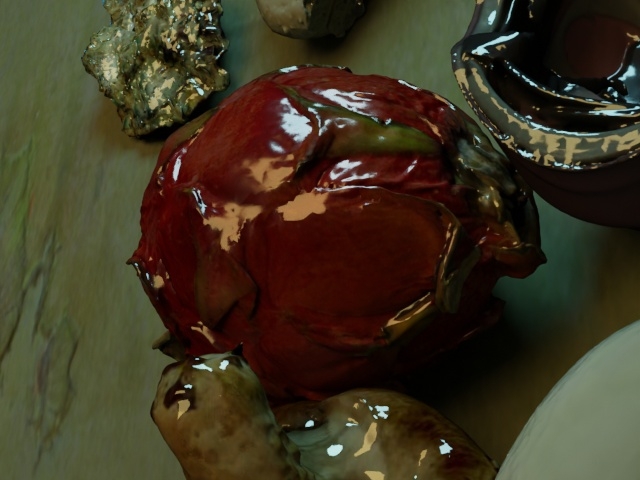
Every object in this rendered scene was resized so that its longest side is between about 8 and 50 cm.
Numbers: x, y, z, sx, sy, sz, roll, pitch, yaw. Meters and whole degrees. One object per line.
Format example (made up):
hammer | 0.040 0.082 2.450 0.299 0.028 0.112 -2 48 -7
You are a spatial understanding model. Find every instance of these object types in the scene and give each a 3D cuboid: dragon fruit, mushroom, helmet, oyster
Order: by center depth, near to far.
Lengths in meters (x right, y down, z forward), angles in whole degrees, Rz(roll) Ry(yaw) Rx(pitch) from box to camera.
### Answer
mushroom | -0.019 0.217 0.968 0.267 0.255 0.267 -167 90 -71
helmet | 0.257 -0.149 1.012 0.271 0.197 0.338 5 58 36
dragon fruit | 0.000 0.000 1.102 0.342 0.277 0.277 -34 44 28
oyster | -0.182 -0.231 1.579 0.198 0.092 0.259 -33 48 29

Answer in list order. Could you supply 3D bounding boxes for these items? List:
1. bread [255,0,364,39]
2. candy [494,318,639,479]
bread | -0.005 -0.376 1.401 0.183 0.102 0.337 35 115 41
candy | 0.245 0.218 0.748 0.386 0.186 0.427 19 72 36
